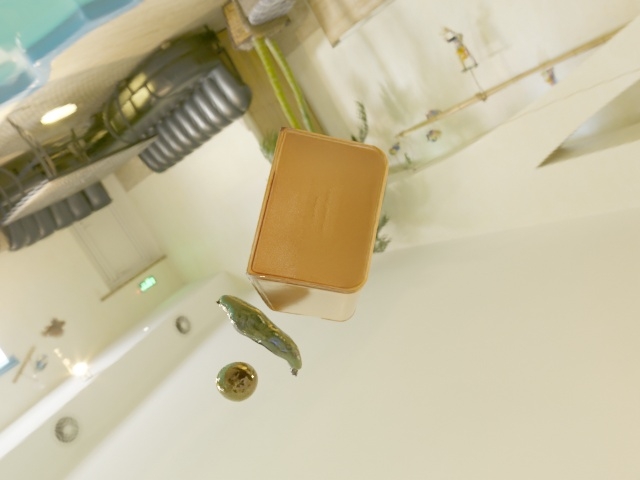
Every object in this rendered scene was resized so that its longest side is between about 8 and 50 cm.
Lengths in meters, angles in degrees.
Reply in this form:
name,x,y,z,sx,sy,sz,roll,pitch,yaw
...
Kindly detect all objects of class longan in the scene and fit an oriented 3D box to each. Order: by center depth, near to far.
name,x,y,z,sx,sy,sz,roll,pitch,yaw
longan,-0.150,0.247,0.972,0.075,0.075,0.083,-33,-153,-16

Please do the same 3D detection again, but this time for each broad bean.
name,x,y,z,sx,sy,sz,roll,pitch,yaw
broad bean,-0.101,0.158,0.948,0.061,0.195,0.046,-49,177,38

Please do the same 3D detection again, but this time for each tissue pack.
name,x,y,z,sx,sy,sz,roll,pitch,yaw
tissue pack,0.000,0.000,0.761,0.274,0.145,0.194,85,18,-75
